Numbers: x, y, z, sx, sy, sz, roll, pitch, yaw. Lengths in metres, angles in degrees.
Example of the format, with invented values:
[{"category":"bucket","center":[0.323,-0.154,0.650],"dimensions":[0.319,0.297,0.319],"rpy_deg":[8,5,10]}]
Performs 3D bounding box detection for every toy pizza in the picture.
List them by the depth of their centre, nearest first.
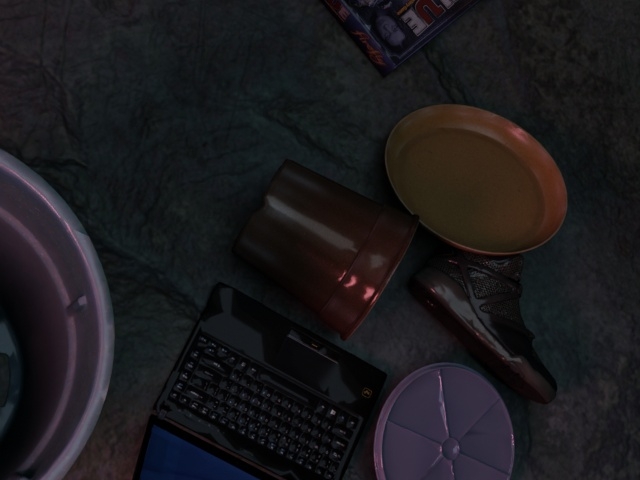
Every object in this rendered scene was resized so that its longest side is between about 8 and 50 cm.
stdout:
[{"category":"toy pizza","center":[0.144,0.244,1.246],"dimensions":[0.201,0.032,0.201],"rpy_deg":[4,82,-29]}]

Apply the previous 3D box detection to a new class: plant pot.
[{"category":"plant pot","center":[-0.376,0.107,0.939],"dimensions":[0.341,0.334,0.341],"rpy_deg":[4,76,-18]},{"category":"plant pot","center":[0.000,0.000,1.199],"dimensions":[0.165,0.167,0.167],"rpy_deg":[32,69,-2]},{"category":"plant pot","center":[0.188,-0.072,1.305],"dimensions":[0.236,0.032,0.236],"rpy_deg":[9,53,-11]}]

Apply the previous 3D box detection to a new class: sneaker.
[{"category":"sneaker","center":[0.228,0.089,1.291],"dimensions":[0.130,0.087,0.227],"rpy_deg":[-43,89,-16]}]

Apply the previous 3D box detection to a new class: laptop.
[{"category":"laptop","center":[-0.053,0.201,1.139],"dimensions":[0.234,0.136,0.264],"rpy_deg":[30,70,-11]}]

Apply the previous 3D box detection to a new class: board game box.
[{"category":"board game box","center":[0.120,-0.346,1.377],"dimensions":[0.243,0.042,0.165],"rpy_deg":[-42,93,-23]}]
